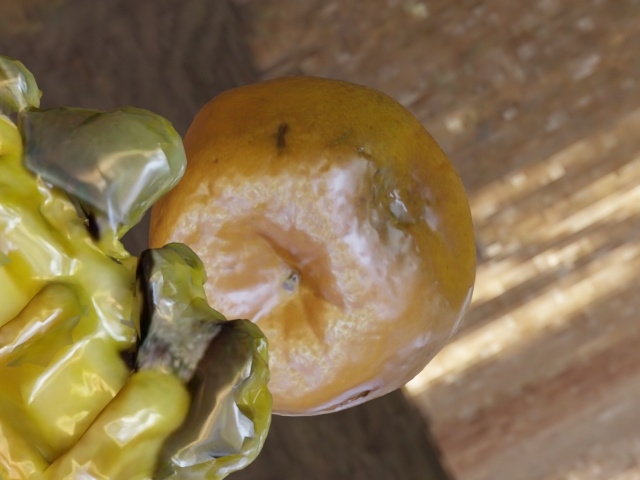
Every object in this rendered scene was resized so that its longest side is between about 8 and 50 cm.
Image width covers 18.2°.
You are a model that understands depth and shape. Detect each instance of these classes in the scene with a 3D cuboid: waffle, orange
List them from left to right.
[{"bbox_3d":[-0.163,0.077,0.599,0.329,0.329,0.062,-27,163,-5],"label":"waffle"},{"bbox_3d":[0.000,0.000,1.452,0.249,0.249,0.183,-32,-168,19],"label":"orange"}]
